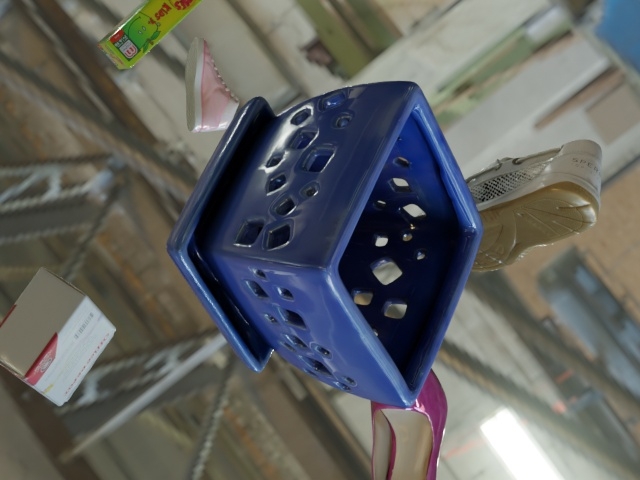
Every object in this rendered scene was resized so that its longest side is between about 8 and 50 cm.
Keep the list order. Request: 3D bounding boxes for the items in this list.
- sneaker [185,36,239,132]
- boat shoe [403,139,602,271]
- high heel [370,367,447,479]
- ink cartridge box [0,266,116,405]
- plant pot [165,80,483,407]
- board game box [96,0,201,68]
[{"bbox_3d":[-0.151,-0.217,2.197,0.051,0.070,0.134,174,96,-67],"label":"sneaker"},{"bbox_3d":[0.199,-0.040,1.660,0.098,0.277,0.096,38,-121,-25],"label":"boat shoe"},{"bbox_3d":[0.080,0.226,1.617,0.117,0.082,0.244,-69,-15,-46],"label":"high heel"},{"bbox_3d":[-0.337,0.124,1.958,0.072,0.127,0.175,31,168,13],"label":"ink cartridge box"},{"bbox_3d":[0.000,0.000,1.510,0.236,0.212,0.236,60,-136,-44],"label":"plant pot"},{"bbox_3d":[-0.181,-0.280,1.857,0.043,0.181,0.092,47,173,-13],"label":"board game box"}]
